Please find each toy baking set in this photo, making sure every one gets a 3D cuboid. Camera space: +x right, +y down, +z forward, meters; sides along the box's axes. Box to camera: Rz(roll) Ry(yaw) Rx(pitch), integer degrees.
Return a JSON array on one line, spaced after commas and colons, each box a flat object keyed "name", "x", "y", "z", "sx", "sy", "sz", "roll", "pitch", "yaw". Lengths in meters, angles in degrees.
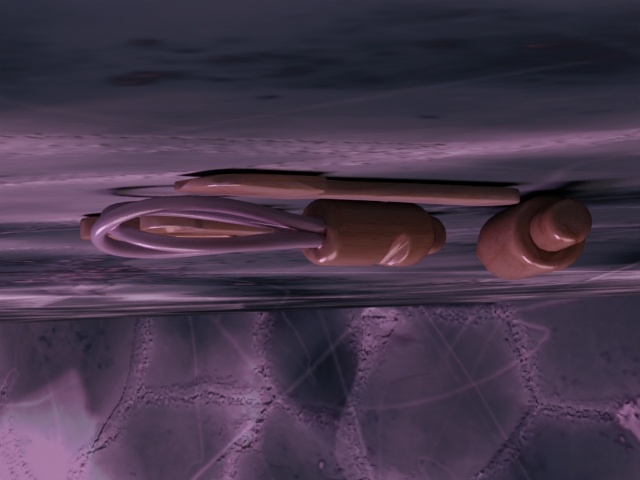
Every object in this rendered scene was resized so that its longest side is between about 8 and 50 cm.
[{"name": "toy baking set", "x": 0.007, "y": 0.000, "z": 0.759, "sx": 0.197, "sy": 0.030, "sz": 0.256, "roll": -1, "pitch": 176, "yaw": -9}]
